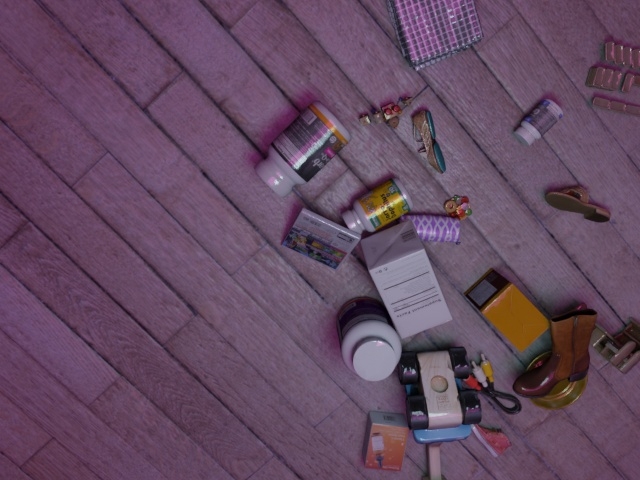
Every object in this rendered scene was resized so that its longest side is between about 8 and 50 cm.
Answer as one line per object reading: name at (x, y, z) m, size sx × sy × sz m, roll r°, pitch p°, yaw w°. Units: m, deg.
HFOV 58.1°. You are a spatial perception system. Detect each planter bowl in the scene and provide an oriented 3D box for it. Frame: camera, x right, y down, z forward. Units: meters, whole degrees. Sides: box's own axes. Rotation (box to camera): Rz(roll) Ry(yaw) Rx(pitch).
planter bowl at (0.779, 0.454, 1.953) m, size 0.217 × 0.090 × 0.217 m, roll 0°, pitch 103°, yaw -2°

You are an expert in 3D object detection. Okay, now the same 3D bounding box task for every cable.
cable at (0.574, 0.518, 1.968) m, size 0.139 × 0.072 × 0.287 m, roll -39°, pitch 101°, yaw 5°

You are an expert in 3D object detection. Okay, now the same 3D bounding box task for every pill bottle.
pill bottle at (0.174, -0.099, 1.791) m, size 0.208 × 0.117 × 0.117 m, roll -30°, pitch 102°, yaw 5°
pill bottle at (0.669, -0.361, 1.772) m, size 0.078 × 0.078 × 0.137 m, roll 43°, pitch 97°, yaw -10°
pill bottle at (0.147, 0.305, 1.775) m, size 0.181 × 0.323 × 0.181 m, roll 0°, pitch 103°, yaw -2°
pill bottle at (-0.056, -0.268, 1.721) m, size 0.278 × 0.162 × 0.162 m, roll -44°, pitch 101°, yaw 8°

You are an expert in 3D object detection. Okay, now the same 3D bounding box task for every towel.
towel at (0.327, -0.664, 1.668) m, size 0.235 × 0.121 × 0.284 m, roll -21°, pitch 103°, yaw 3°

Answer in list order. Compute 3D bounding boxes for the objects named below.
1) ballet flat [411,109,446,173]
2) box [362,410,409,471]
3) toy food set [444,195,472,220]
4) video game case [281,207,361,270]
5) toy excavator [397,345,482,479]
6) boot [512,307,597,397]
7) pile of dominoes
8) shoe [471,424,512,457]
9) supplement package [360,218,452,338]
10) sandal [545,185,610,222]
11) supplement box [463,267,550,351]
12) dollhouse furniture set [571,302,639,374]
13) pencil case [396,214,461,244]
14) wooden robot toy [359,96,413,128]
ballet flat at (0.332, -0.301, 1.787) m, size 0.067 × 0.073 × 0.206 m, roll -12°, pitch 102°, yaw 28°
box at (0.222, 0.690, 1.984) m, size 0.130 × 0.091 × 0.170 m, roll 6°, pitch 102°, yaw -4°
toy food set at (0.444, -0.103, 1.850) m, size 0.082 × 0.020 × 0.083 m, roll -29°, pitch 102°, yaw 4°
video game case at (0.000, 0.000, 1.804) m, size 0.201 × 0.023 × 0.183 m, roll 25°, pitch 137°, yaw -8°
toy excavator at (0.386, 0.612, 1.919) m, size 0.222 × 0.445 × 0.433 m, roll -7°, pitch 59°, yaw 0°
boot at (0.721, 0.352, 1.779) m, size 0.264 × 0.096 × 0.280 m, roll -13°, pitch 127°, yaw 0°
pile of dominoes at (0.952, -0.494, 1.787) m, size 0.251 × 0.040 × 0.196 m, roll 9°, pitch 102°, yaw -13°
shoe at (0.594, 0.677, 2.013) m, size 0.081 × 0.063 × 0.178 m, roll -39°, pitch 107°, yaw 5°
supplement package at (0.264, 0.120, 1.768) m, size 0.175 × 0.177 × 0.293 m, roll -23°, pitch 122°, yaw 8°
sandal at (0.823, -0.134, 1.844) m, size 0.240 × 0.088 × 0.079 m, roll 20°, pitch 70°, yaw -14°
supplement box at (0.592, 0.217, 1.839) m, size 0.191 × 0.194 × 0.129 m, roll 44°, pitch 97°, yaw -11°
dollhouse furniture set at (0.966, 0.308, 1.874) m, size 0.242 × 0.212 × 0.161 m, roll 35°, pitch 101°, yaw -35°
pencil case at (0.343, -0.037, 1.829) m, size 0.206 × 0.088 × 0.086 m, roll 5°, pitch 81°, yaw -3°
wooden robot toy at (0.212, -0.373, 1.758) m, size 0.173 × 0.076 × 0.079 m, roll -23°, pitch 113°, yaw 3°
